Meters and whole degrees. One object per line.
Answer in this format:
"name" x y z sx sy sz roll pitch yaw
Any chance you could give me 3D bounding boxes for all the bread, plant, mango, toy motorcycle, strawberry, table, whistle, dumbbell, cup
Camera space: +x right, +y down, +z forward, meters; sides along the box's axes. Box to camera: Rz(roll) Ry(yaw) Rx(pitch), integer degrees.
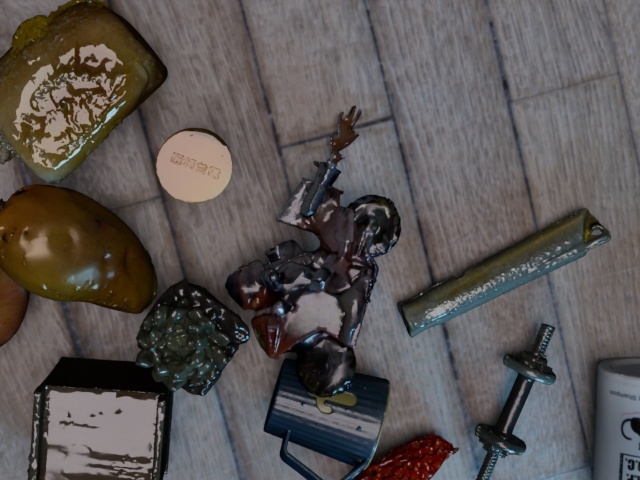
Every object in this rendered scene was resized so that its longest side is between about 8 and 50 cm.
"bread" -0.336 -0.197 1.256 0.246 0.195 0.176 -43 102 1
"plant" -0.174 0.129 1.306 0.132 0.194 0.129 33 93 -7
"mango" -0.316 0.021 1.277 0.151 0.156 0.248 -20 138 29
"toy motorcycle" 0.000 0.000 1.323 0.207 0.134 0.401 18 87 3
"strawberry" 0.107 0.341 1.410 0.188 0.121 0.082 -42 86 -15
"table" -0.291 0.267 1.312 0.169 0.193 0.173 5 96 -6
"whistle" 0.265 0.048 1.405 0.326 0.068 0.057 -25 132 -2
"dumbbell" 0.284 0.240 1.420 0.081 0.081 0.254 22 94 -7
"cup" 0.002 0.256 1.363 0.155 0.131 0.177 18 57 -2

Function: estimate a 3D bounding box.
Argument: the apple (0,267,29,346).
"apple" -0.489 0.065 1.288 0.201 0.162 0.201 -1 98 -7

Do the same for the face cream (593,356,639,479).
"face cream" 0.473 0.366 1.417 0.145 0.145 0.370 -1 95 -5

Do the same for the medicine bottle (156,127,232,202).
"medicine bottle" -0.164 -0.102 1.283 0.096 0.192 0.096 -1 96 -6
